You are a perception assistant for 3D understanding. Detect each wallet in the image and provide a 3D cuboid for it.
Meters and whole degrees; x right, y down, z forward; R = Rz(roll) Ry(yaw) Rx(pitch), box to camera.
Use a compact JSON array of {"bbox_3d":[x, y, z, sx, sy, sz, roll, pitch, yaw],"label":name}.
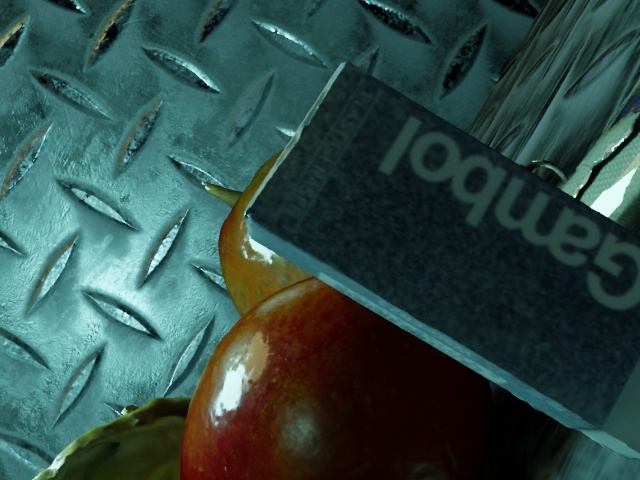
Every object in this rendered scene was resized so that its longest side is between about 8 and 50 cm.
[{"bbox_3d":[0.215,-0.073,0.594,0.335,0.068,0.275,-58,-2,32],"label":"wallet"}]

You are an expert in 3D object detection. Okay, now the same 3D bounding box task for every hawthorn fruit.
[{"bbox_3d":[0.000,0.000,0.985,0.277,0.298,0.277,-60,-1,-2],"label":"hawthorn fruit"}]

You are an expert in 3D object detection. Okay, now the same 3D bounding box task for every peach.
[{"bbox_3d":[0.020,0.126,0.605,0.243,0.199,0.243,-46,-16,-17],"label":"peach"}]

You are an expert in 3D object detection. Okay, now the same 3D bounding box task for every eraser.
[{"bbox_3d":[0.076,0.011,0.409,0.092,0.212,0.046,-58,-3,-12],"label":"eraser"}]

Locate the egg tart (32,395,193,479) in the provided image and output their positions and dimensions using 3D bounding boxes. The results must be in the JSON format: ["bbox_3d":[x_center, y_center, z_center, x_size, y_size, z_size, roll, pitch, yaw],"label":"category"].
[{"bbox_3d":[-0.110,0.296,0.713,0.345,0.345,0.132,-59,31,1],"label":"egg tart"}]

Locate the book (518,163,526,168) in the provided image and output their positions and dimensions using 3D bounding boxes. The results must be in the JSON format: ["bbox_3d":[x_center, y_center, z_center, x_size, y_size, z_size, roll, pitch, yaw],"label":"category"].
[{"bbox_3d":[0.155,0.067,0.992,0.260,0.043,0.371,-58,-1,24],"label":"book"}]
